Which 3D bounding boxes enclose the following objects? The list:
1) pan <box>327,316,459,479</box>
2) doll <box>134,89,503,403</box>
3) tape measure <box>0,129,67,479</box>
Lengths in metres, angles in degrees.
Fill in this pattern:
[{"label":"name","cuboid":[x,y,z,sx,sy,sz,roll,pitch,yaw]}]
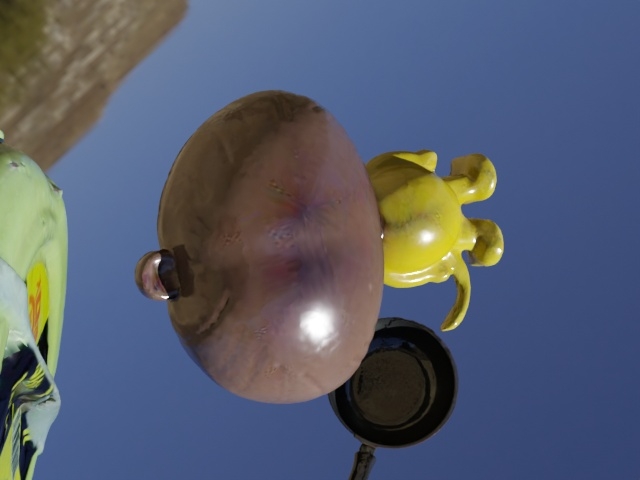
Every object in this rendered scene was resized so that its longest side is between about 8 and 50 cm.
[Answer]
[{"label":"pan","cuboid":[0.028,0.096,0.801,0.023,0.068,0.115,101,10,-73]},{"label":"doll","cuboid":[0.001,0.009,0.745,0.096,0.188,0.145,4,-101,56]},{"label":"tape measure","cuboid":[-0.137,0.049,0.486,0.175,0.106,0.200,-83,180,-49]}]
